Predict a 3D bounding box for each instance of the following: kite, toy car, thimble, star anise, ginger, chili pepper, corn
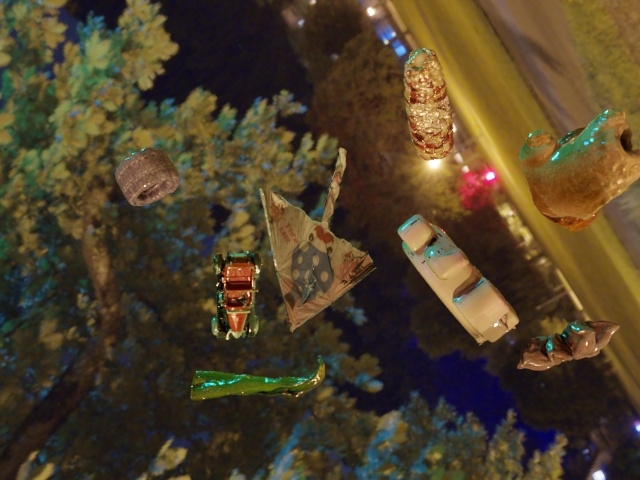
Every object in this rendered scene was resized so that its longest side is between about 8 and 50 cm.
[{"bbox_3d":[0.000,0.000,1.271,0.335,0.012,0.314,32,-110,-49],"label":"kite"},{"bbox_3d":[-0.124,0.084,1.164,0.054,0.073,0.143,-117,29,-63],"label":"toy car"},{"bbox_3d":[-0.433,-0.159,1.967,0.097,0.150,0.150,60,-168,11],"label":"thimble"},{"bbox_3d":[0.514,0.215,1.631,0.197,0.212,0.073,115,139,-66],"label":"star anise"},{"bbox_3d":[0.507,-0.150,1.550,0.130,0.275,0.221,-21,-119,-41],"label":"ginger"},{"bbox_3d":[-0.152,0.347,1.934,0.076,0.359,0.084,65,-156,-44],"label":"chili pepper"},{"bbox_3d":[0.232,-0.285,1.678,0.289,0.098,0.098,71,178,-53],"label":"corn"}]

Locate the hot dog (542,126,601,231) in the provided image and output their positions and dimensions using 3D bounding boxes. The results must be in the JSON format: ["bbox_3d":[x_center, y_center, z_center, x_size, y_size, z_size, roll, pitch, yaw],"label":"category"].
[{"bbox_3d":[0.666,-0.161,2.016,0.122,0.272,0.196,-4,-141,-49],"label":"hot dog"}]

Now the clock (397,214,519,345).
[{"bbox_3d":[0.312,0.087,1.797,0.309,0.114,0.284,53,-171,22],"label":"clock"}]
